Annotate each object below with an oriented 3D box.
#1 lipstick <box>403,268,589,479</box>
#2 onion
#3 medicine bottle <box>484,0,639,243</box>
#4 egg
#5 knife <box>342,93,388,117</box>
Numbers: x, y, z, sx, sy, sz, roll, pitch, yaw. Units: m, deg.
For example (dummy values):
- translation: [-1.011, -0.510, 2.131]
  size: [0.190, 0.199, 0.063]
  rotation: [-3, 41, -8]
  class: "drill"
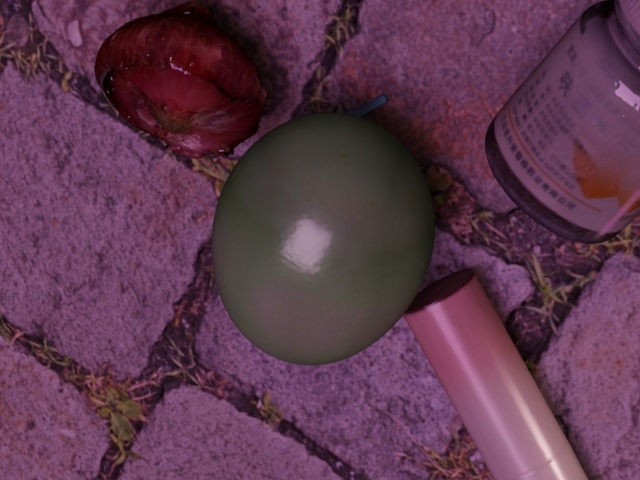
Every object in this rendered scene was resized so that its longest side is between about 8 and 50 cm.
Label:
- translation: [0.198, 0.191, 2.048]
  size: [0.087, 0.087, 0.327]
  rotation: [-23, 101, 33]
  class: "lipstick"
- translation: [-0.135, -0.174, 2.020]
  size: [0.184, 0.147, 0.184]
  rotation: [18, 162, 6]
  class: "onion"
- translation: [0.286, -0.138, 1.802]
  size: [0.165, 0.165, 0.273]
  rotation: [41, 125, 3]
  class: "medicine bottle"
- translation: [0.000, 0.000, 1.975]
  size: [0.220, 0.220, 0.270]
  rotation: [32, 129, 10]
  class: "egg"
- translation: [0.033, -0.129, 2.028]
  size: [0.091, 0.005, 0.014]
  rotation: [-28, 100, 34]
  class: "knife"
